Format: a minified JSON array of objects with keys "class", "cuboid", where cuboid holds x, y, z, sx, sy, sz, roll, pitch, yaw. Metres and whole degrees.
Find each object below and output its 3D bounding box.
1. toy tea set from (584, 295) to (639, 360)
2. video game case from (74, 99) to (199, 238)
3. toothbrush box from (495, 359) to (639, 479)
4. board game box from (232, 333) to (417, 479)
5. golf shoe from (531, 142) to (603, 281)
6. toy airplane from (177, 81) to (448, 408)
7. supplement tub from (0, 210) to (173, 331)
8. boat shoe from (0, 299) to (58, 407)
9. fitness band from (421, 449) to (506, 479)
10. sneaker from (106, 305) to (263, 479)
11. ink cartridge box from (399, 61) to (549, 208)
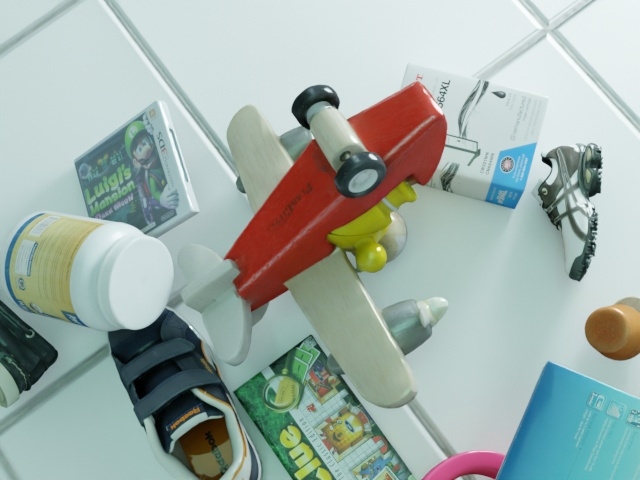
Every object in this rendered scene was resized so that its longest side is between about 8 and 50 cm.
[{"class":"toy tea set","cuboid":[0.437,0.237,1.078,0.200,0.124,0.336,-7,77,34]},{"class":"video game case","cuboid":[-0.266,-0.079,1.198,0.190,0.022,0.173,-28,73,30]},{"class":"toothbrush box","cuboid":[0.350,0.292,0.936,0.296,0.126,0.216,22,84,20]},{"class":"board game box","cuboid":[0.010,0.269,1.132,0.136,0.030,0.259,-37,76,-2]},{"class":"golf shoe","cuboid":[0.336,-0.039,1.162,0.094,0.077,0.198,4,70,17]},{"class":"toy airplane","cuboid":[0.000,0.000,1.105,0.384,0.272,0.386,3,85,43]},{"class":"supplement tub","cuboid":[-0.312,0.041,1.129,0.200,0.144,0.144,9,76,30]},{"class":"boat shoe","cuboid":[-0.496,0.078,1.185,0.340,0.127,0.113,40,53,20]},{"class":"fitness band","cuboid":[0.227,0.402,1.041,0.209,0.054,0.291,-29,76,-23]},{"class":"sneaker","cuboid":[-0.187,0.202,1.118,0.126,0.127,0.321,-37,74,-3]},{"class":"ink cartridge box","cuboid":[0.198,-0.147,1.187,0.203,0.086,0.148,15,79,8]}]
